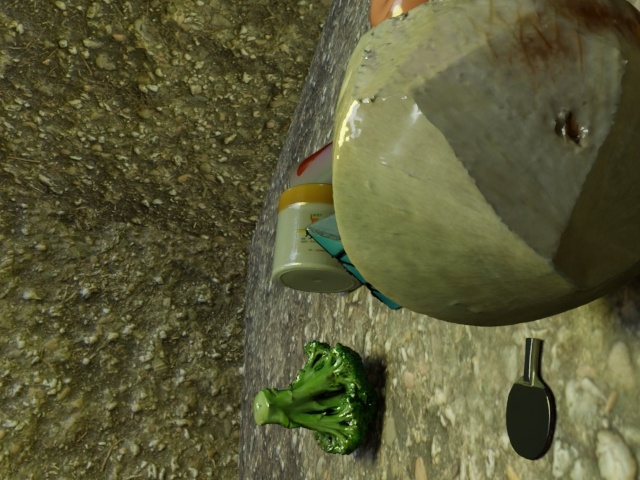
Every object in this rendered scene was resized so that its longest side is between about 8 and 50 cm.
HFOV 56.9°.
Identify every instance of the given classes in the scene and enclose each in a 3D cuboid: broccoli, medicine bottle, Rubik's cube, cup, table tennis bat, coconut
[{"bbox_3d":[-0.019,0.348,1.300,0.269,0.269,0.253,133,130,-64],"label":"broccoli"},{"bbox_3d":[0.000,0.000,1.552,0.238,0.238,0.231,133,144,-63],"label":"medicine bottle"},{"bbox_3d":[0.149,0.014,1.162,0.233,0.228,0.229,-30,-6,24],"label":"Rubik's cube"},{"bbox_3d":[0.052,-0.194,1.648,0.288,0.203,0.202,150,130,-62],"label":"cup"},{"bbox_3d":[0.278,0.209,0.786,0.095,0.014,0.157,154,124,-73],"label":"table tennis bat"},{"bbox_3d":[0.201,-0.096,0.626,0.416,0.344,0.415,-26,32,18],"label":"coconut"}]

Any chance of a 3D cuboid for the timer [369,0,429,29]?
[{"bbox_3d":[0.216,-0.443,1.133,0.230,0.215,0.229,-169,90,-69],"label":"timer"}]
